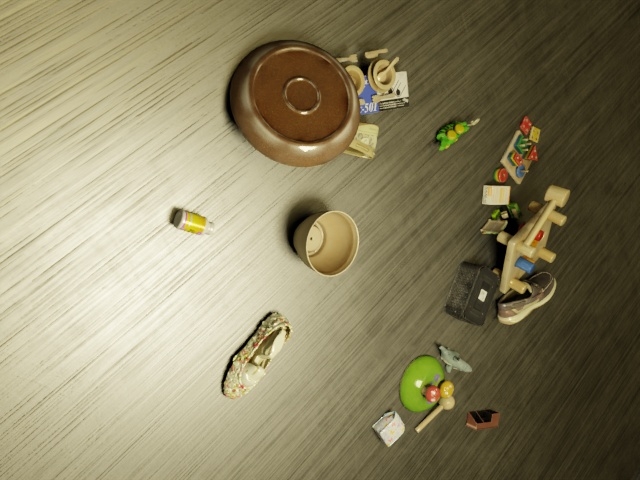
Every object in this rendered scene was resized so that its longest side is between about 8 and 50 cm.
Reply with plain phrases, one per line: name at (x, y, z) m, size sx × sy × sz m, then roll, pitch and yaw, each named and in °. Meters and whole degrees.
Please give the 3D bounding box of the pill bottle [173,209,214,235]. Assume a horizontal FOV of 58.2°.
pill bottle at (-0.276, -0.037, 1.261) m, size 0.083 × 0.043 × 0.043 m, roll 18°, pitch 87°, yaw -37°

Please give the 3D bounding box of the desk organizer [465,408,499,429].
desk organizer at (0.572, 0.629, 2.020) m, size 0.130 × 0.047 × 0.050 m, roll 8°, pitch 91°, yaw -38°

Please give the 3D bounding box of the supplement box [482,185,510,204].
supplement box at (0.579, -0.150, 1.892) m, size 0.098 × 0.036 × 0.062 m, roll -2°, pitch 100°, yaw -37°

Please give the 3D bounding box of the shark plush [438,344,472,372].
shark plush at (0.429, 0.371, 1.852) m, size 0.073 × 0.067 × 0.161 m, roll -46°, pitch 122°, yaw -21°

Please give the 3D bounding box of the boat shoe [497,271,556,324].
boat shoe at (0.728, 0.185, 2.026) m, size 0.285 × 0.103 × 0.092 m, roll -32°, pitch 121°, yaw -22°

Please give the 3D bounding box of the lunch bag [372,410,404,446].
lunch bag at (0.209, 0.563, 1.730) m, size 0.083 × 0.053 × 0.071 m, roll -38°, pitch 117°, yaw -15°

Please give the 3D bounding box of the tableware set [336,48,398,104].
tableware set at (0.121, -0.407, 1.442) m, size 0.194 × 0.039 × 0.128 m, roll -22°, pitch 107°, yaw -33°

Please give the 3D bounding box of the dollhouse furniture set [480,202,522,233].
dollhouse furniture set at (0.603, -0.056, 1.902) m, size 0.151 × 0.076 × 0.058 m, roll -46°, pitch 121°, yaw -22°

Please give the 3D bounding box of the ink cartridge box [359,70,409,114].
ink cartridge box at (0.143, -0.387, 1.515) m, size 0.207 × 0.046 × 0.097 m, roll -17°, pitch 106°, yaw -33°

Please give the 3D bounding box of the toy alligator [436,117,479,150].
toy alligator at (0.402, -0.332, 1.720) m, size 0.190 × 0.056 × 0.051 m, roll -39°, pitch 78°, yaw -26°

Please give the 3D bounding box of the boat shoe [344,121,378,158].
boat shoe at (0.037, -0.249, 1.422) m, size 0.285 × 0.105 × 0.089 m, roll -6°, pitch 99°, yaw -37°

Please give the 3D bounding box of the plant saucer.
plant saucer at (-0.047, -0.320, 1.299) m, size 0.311 × 0.050 × 0.310 m, roll 3°, pitch 78°, yaw -16°

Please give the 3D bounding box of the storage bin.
storage bin at (0.489, 0.172, 1.852) m, size 0.122 × 0.084 × 0.180 m, roll 29°, pitch 81°, yaw -37°

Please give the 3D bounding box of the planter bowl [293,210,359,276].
planter bowl at (0.000, 0.000, 1.436) m, size 0.162 × 0.109 × 0.162 m, roll -8°, pitch 104°, yaw -36°

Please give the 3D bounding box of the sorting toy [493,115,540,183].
sorting toy at (0.686, -0.288, 1.943) m, size 0.132 × 0.046 × 0.274 m, roll 40°, pitch 74°, yaw -35°

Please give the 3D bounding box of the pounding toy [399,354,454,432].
pounding toy at (0.355, 0.481, 1.789) m, size 0.183 × 0.110 × 0.237 m, roll -36°, pitch 117°, yaw -27°

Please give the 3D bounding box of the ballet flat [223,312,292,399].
ballet flat at (-0.149, 0.283, 1.394) m, size 0.091 × 0.077 × 0.241 m, roll 41°, pitch 74°, yaw -35°

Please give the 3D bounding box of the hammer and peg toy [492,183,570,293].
hammer and peg toy at (0.673, -0.011, 1.861) m, size 0.266 × 0.127 × 0.361 m, roll -39°, pitch 143°, yaw -25°
